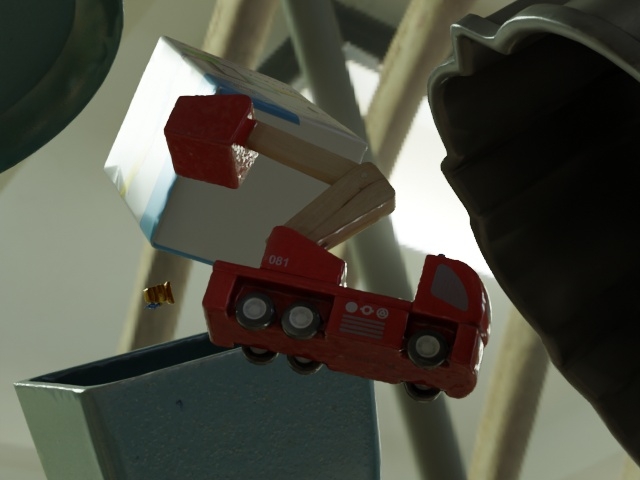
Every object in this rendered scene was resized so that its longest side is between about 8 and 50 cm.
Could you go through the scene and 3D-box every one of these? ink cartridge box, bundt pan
[{"bbox_3d":[-0.111,-0.098,1.478,0.198,0.270,0.197,18,-77,-27],"label":"ink cartridge box"},{"bbox_3d":[0.191,0.021,0.446,0.124,0.331,0.331,-38,-31,-11],"label":"bundt pan"}]

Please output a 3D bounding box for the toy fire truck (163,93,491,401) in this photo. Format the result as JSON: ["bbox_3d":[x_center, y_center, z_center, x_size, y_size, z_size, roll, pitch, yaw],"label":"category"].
[{"bbox_3d":[0.000,0.000,0.645,0.192,0.135,0.047,11,-30,9],"label":"toy fire truck"}]

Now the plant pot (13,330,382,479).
[{"bbox_3d":[-0.092,0.213,1.057,0.248,0.252,0.247,-13,2,-27],"label":"plant pot"}]

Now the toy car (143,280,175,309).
[{"bbox_3d":[-0.172,0.101,1.199,0.040,0.122,0.060,-5,3,-43],"label":"toy car"}]

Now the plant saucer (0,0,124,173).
[{"bbox_3d":[-0.299,-0.135,0.904,0.317,0.043,0.317,-26,-25,-13],"label":"plant saucer"}]
